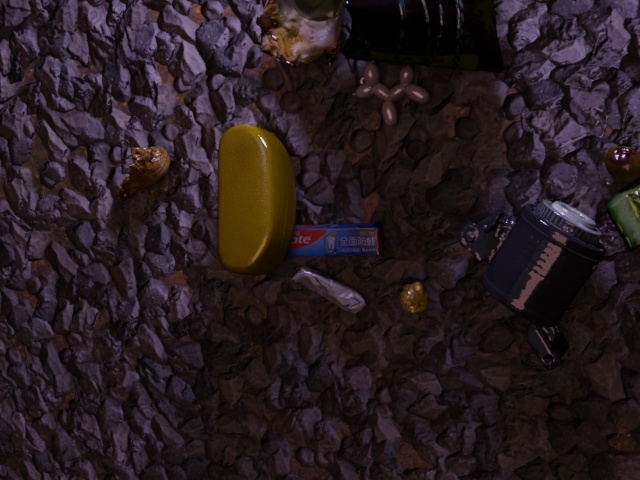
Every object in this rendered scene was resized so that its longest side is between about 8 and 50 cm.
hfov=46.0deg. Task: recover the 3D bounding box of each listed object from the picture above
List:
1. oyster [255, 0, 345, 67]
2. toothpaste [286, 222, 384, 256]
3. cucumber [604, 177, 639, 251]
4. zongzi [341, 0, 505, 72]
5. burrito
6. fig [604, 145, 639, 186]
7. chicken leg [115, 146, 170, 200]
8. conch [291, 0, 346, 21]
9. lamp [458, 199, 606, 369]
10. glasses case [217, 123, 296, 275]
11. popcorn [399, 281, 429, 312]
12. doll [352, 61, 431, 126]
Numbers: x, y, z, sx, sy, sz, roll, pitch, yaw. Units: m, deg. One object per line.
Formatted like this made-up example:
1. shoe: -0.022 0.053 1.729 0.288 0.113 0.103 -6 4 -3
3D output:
1. oyster: -0.025 -0.588 1.776 0.221 0.096 0.361 17 108 9
2. toothpaste: 0.000 -0.001 1.921 0.320 0.066 0.076 -1 102 17
3. cucumber: 0.729 -0.072 1.610 0.191 0.191 0.130 -33 92 22
4. zongzi: 0.193 -0.485 1.588 0.383 0.362 0.319 -12 92 13
5. burrito: 0.024 0.126 1.946 0.203 0.064 0.064 28 109 12
6. fig: 0.672 -0.158 1.667 0.084 0.082 0.098 3 132 23
7. chicken leg: -0.491 -0.179 2.030 0.207 0.085 0.101 -36 133 28
8. conch: 0.035 -0.576 1.642 0.181 0.124 0.187 19 131 25
9. lamp: 0.509 0.054 1.690 0.272 0.205 0.374 -42 77 25
10. glasses case: -0.153 -0.100 1.869 0.173 0.141 0.371 -6 80 28
11. popcorn: 0.226 0.138 1.880 0.084 0.084 0.084 4 103 17
12. doll: 0.161 -0.358 1.790 0.161 0.059 0.160 -33 91 22
